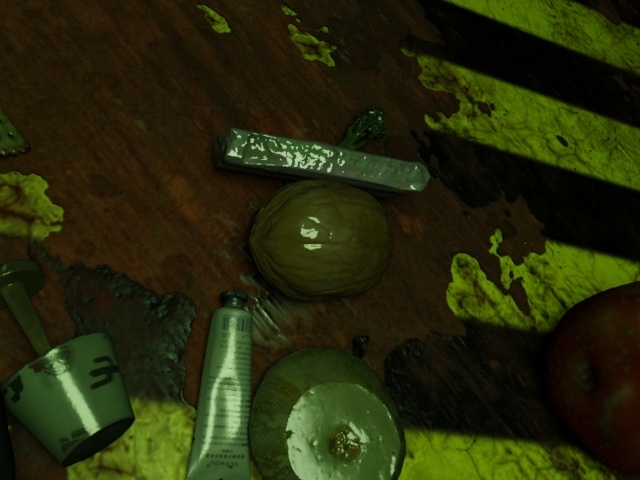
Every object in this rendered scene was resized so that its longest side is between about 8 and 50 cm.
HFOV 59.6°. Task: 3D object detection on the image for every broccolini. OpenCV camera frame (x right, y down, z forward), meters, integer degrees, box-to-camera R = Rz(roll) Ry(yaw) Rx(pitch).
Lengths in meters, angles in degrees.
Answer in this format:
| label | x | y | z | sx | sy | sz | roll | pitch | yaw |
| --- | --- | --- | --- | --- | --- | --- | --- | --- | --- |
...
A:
| label | x | y | z | sx | sy | sz | roll | pitch | yaw |
| --- | --- | --- | --- | --- | --- | --- | --- | --- | --- |
| broccolini | 0.020 | -0.145 | 0.885 | 0.216 | 0.067 | 0.058 | -37 | 81 | -23 |

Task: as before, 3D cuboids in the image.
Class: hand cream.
| label | x | y | z | sx | sy | sz | roll | pitch | yaw |
| --- | --- | --- | --- | --- | --- | --- | --- | --- | --- |
| hand cream | -0.113 | 0.178 | 0.676 | 0.080 | 0.050 | 0.234 | 12 | 66 | -25 |

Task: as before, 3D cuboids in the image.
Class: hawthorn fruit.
| label | x | y | z | sx | sy | sz | roll | pitch | yaw |
| --- | --- | --- | --- | --- | --- | --- | --- | --- | --- |
| hawthorn fruit | 0.465 | 0.183 | 0.792 | 0.275 | 0.300 | 0.276 | 0 | 52 | 0 |

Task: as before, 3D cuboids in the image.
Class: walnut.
| label | x | y | z | sx | sy | sz | roll | pitch | yaw |
| --- | --- | --- | --- | --- | --- | --- | --- | --- | --- |
| walnut | 0.000 | 0.000 | 0.735 | 0.207 | 0.167 | 0.168 | 1 | 65 | -36 |

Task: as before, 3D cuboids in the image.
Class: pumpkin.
| label | x | y | z | sx | sy | sz | roll | pitch | yaw |
| --- | --- | --- | --- | --- | --- | --- | --- | --- | --- |
| pumpkin | 0.028 | 0.226 | 0.666 | 0.217 | 0.110 | 0.218 | 10 | 68 | -24 |

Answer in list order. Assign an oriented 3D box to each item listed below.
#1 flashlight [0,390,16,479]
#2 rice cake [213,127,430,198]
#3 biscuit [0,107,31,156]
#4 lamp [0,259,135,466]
| label | x | y | z | sx | sy | sz | roll | pitch | yaw |
| --- | --- | --- | --- | --- | --- | --- | --- | --- | --- |
| flashlight | -0.279 | 0.338 | 0.467 | 0.103 | 0.103 | 0.425 | -12 | 82 | -28 |
| rice cake | 0.000 | -0.104 | 0.785 | 0.297 | 0.106 | 0.050 | 9 | 86 | -15 |
| biscuit | -0.455 | -0.145 | 0.641 | 0.144 | 0.016 | 0.203 | 52 | 29 | 7 |
| lamp | -0.283 | 0.121 | 0.585 | 0.121 | 0.121 | 0.215 | -26 | 69 | -31 |
